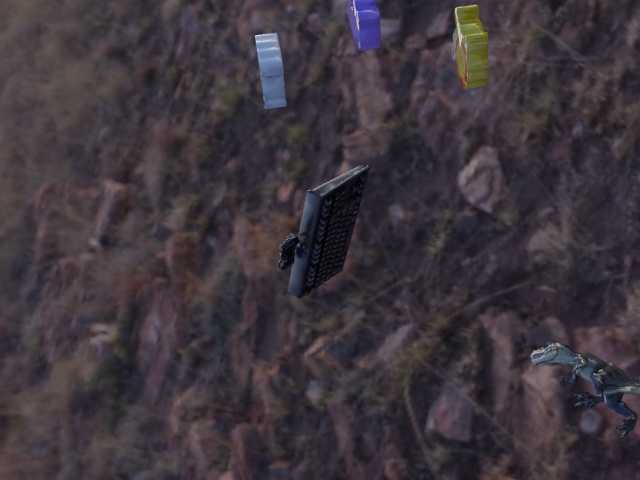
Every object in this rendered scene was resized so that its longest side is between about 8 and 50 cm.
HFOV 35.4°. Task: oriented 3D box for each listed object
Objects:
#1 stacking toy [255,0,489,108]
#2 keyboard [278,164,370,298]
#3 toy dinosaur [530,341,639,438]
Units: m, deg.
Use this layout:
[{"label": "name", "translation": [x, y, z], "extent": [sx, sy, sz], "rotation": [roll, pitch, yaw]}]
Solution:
[{"label": "stacking toy", "translation": [0.027, -0.199, 0.785], "extent": [0.052, 0.167, 0.221], "rotation": [87, 175, -55]}, {"label": "keyboard", "translation": [0.000, 0.000, 1.053], "extent": [0.023, 0.108, 0.180], "rotation": [49, 151, 25]}, {"label": "toy dinosaur", "translation": [0.458, 0.237, 1.579], "extent": [0.118, 0.268, 0.064], "rotation": [-56, -16, -47]}]
